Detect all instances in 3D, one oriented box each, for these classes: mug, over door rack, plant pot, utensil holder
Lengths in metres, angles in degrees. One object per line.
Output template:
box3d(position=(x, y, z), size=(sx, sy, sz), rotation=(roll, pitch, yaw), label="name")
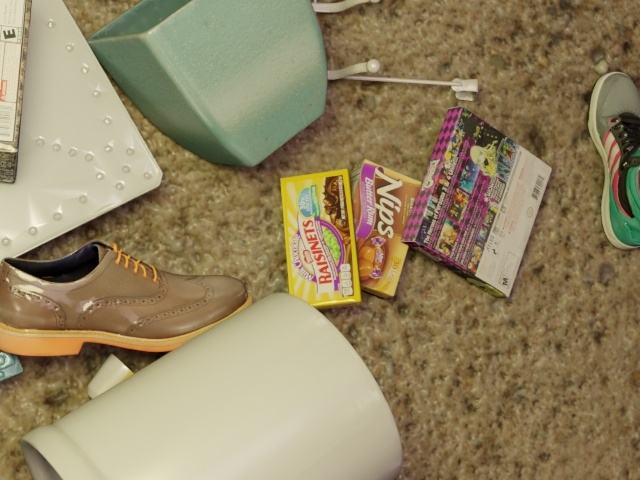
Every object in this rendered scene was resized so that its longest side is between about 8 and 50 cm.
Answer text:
box3d(position=(-0.284, 0.203, 1.723), size=(0.064, 0.078, 0.062), rotation=(-46, 142, -11), label="mug")
box3d(position=(0.109, -0.358, 1.923), size=(0.324, 0.108, 0.239), rotation=(4, 81, -18), label="over door rack")
box3d(position=(-0.132, -0.246, 1.761), size=(0.247, 0.248, 0.252), rotation=(-40, 113, -20), label="plant pot")
box3d(position=(-0.136, 0.288, 1.610), size=(0.385, 0.327, 0.327), rotation=(-32, 93, -24), label="utensil holder")

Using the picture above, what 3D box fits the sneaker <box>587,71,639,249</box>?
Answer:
box3d(position=(0.516, -0.142, 1.990), size=(0.124, 0.178, 0.295), rotation=(-3, 83, -19), label="sneaker")

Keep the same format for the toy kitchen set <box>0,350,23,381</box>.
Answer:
box3d(position=(-0.442, 0.261, 1.630), size=(0.166, 0.122, 0.207), rotation=(-22, 90, -21), label="toy kitchen set")

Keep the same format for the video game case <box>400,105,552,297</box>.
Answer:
box3d(position=(0.245, -0.057, 1.931), size=(0.210, 0.042, 0.232), rotation=(29, 73, -30), label="video game case")

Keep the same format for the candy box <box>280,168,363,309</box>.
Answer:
box3d(position=(0.000, 0.000, 1.834), size=(0.105, 0.027, 0.205), rotation=(-8, 72, 9), label="candy box")

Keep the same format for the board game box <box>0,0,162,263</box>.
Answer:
box3d(position=(-0.476, -0.156, 1.698), size=(0.390, 0.050, 0.390), rotation=(-29, 84, -20), label="board game box")

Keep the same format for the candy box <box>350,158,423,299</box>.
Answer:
box3d(position=(0.081, -0.017, 1.890), size=(0.109, 0.053, 0.186), rotation=(22, 77, -14), label="candy box")

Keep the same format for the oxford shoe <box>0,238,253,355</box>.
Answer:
box3d(position=(-0.259, 0.070, 1.690), size=(0.364, 0.130, 0.132), rotation=(-5, 114, -26), label="oxford shoe")

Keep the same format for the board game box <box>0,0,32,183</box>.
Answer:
box3d(position=(-0.527, -0.213, 1.597), size=(0.291, 0.141, 0.232), rotation=(6, 73, -14), label="board game box")
